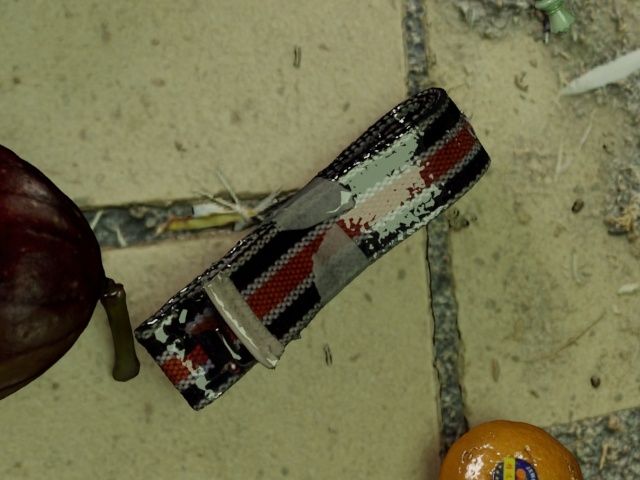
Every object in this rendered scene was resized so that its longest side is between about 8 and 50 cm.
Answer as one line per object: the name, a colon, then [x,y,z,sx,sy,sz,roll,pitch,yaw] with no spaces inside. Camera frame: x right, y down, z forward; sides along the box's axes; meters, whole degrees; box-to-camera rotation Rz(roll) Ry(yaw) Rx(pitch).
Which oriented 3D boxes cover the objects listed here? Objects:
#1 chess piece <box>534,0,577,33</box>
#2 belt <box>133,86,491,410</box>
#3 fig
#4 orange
chess piece: [0.208,-0.231,1.174,0.042,0.042,0.093,-41,112,-15]
belt: [0.000,0.000,1.058,0.359,0.126,0.094,-40,97,-25]
fig: [-0.228,0.023,0.940,0.249,0.186,0.204,1,74,-30]
orange: [0.170,0.232,1.144,0.135,0.117,0.136,-1,59,2]
